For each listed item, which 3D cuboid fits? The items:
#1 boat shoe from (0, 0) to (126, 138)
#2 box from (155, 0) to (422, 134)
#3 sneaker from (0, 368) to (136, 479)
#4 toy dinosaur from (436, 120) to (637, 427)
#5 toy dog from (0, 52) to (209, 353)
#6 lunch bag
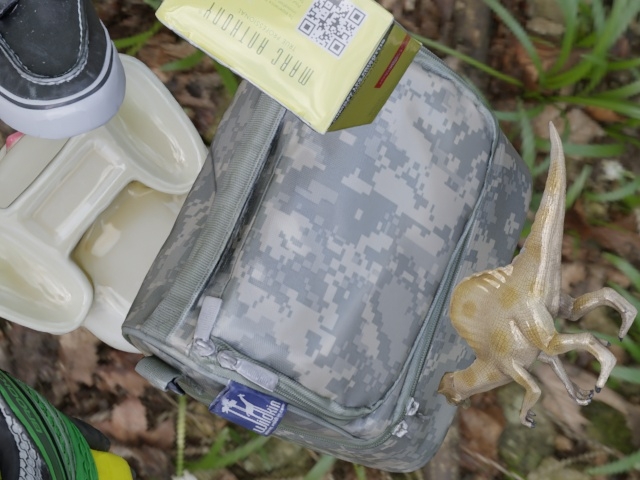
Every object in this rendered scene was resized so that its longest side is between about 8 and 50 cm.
[{"bbox_3d":[-0.236,-0.204,0.973,0.113,0.306,0.105,-16,137,-7],"label":"boat shoe"},{"bbox_3d":[-0.003,-0.099,0.586,0.087,0.232,0.058,35,99,3],"label":"box"},{"bbox_3d":[-0.148,0.197,0.481,0.134,0.344,0.146,-25,139,10],"label":"sneaker"},{"bbox_3d":[0.115,0.038,0.644,0.092,0.053,0.183,26,120,11],"label":"toy dinosaur"},{"bbox_3d":[-0.250,-0.042,1.398,0.395,0.408,0.285,33,87,-25],"label":"toy dog"},{"bbox_3d":[0.000,0.000,0.890,0.256,0.212,0.305,42,68,-53],"label":"lunch bag"}]
